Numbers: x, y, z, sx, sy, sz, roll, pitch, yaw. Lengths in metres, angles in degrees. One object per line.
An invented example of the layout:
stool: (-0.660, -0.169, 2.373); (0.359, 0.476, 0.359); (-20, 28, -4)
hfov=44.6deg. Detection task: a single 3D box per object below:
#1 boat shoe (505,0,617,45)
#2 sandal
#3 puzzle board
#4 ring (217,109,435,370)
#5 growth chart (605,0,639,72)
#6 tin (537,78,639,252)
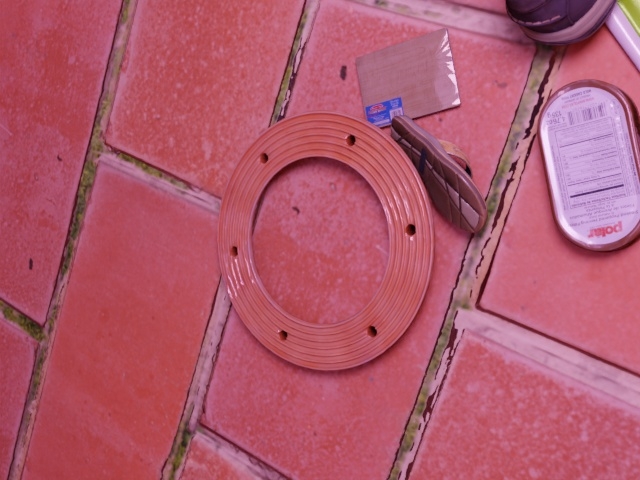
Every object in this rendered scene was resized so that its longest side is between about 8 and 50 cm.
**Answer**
boat shoe: (0.279, -0.378, 0.777); (0.132, 0.130, 0.355); (22, 97, 38)
sandal: (0.146, -0.089, 0.925); (0.180, 0.049, 0.072); (55, 155, 31)
puzzle board: (0.108, -0.198, 0.970); (0.128, 0.011, 0.096); (-12, 86, 31)
ring: (0.000, 0.000, 1.019); (0.336, 0.032, 0.337); (3, 95, 34)
growth chart: (0.390, -0.286, 0.791); (0.237, 0.021, 0.172); (-45, 70, 25)
tin: (0.295, -0.080, 0.844); (0.106, 0.040, 0.190); (-14, 84, 35)
